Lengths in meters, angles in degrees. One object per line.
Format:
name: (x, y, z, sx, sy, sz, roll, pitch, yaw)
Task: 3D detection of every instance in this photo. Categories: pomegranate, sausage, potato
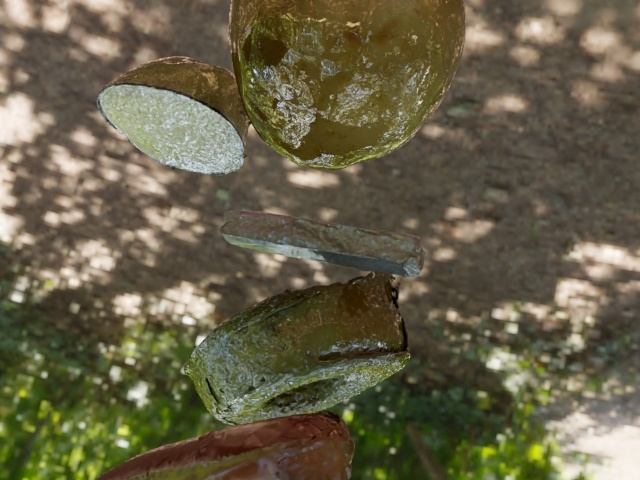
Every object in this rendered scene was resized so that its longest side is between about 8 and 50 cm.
pomegranate: (0.025, -0.223, 1.399, 0.307, 0.307, 0.307, 12, 162, 4)
sausage: (-0.092, 0.210, 1.043, 0.102, 0.102, 0.330, 24, 151, -30)
potato: (-0.177, -0.185, 1.617, 0.202, 0.117, 0.182, 12, 153, 17)

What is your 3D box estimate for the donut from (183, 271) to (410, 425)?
donut: (-0.018, 0.135, 1.396, 0.272, 0.107, 0.272, -22, 161, -8)

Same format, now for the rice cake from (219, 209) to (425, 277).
rice cake: (0.000, 0.001, 1.387, 0.269, 0.049, 0.055, 9, 157, 34)
